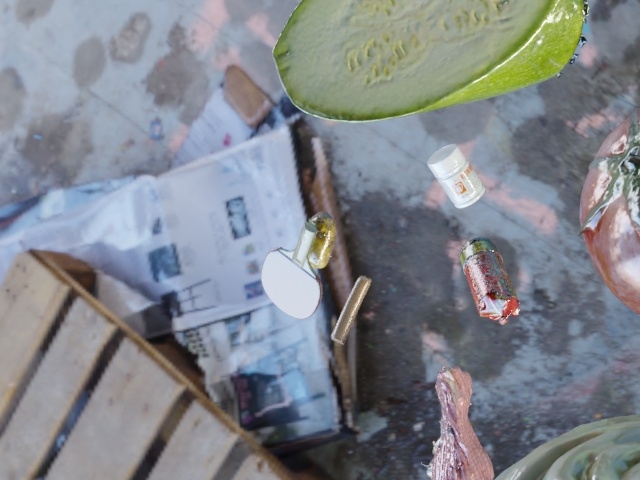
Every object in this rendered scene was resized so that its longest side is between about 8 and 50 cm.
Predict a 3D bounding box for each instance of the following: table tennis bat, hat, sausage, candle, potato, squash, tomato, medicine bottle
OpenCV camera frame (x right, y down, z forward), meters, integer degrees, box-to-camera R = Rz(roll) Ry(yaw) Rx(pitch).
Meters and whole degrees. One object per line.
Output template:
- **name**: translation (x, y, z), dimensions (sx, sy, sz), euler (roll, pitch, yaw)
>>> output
- **table tennis bat**: translation (-0.029, 0.035, 1.308), dimensions (0.087, 0.013, 0.156), euler (37, 139, 17)
- **hat**: translation (0.207, 0.347, 1.663), dimensions (0.107, 0.236, 0.286), euler (-12, 66, 6)
- **sausage**: translation (0.050, 0.111, 1.768), dimensions (0.026, 0.026, 0.116), euler (21, 82, 31)
- **candle**: translation (0.205, 0.054, 1.317), dimensions (0.052, 0.052, 0.130), euler (-41, 33, 21)
- **potato**: translation (0.000, 0.000, 1.557), dimensions (0.040, 0.051, 0.083), euler (7, 98, -8)
- **squash**: translation (0.103, -0.218, 1.066), dimensions (0.189, 0.260, 0.189), euler (168, 90, -68)
- **tomato**: translation (0.413, -0.029, 1.145), dimensions (0.265, 0.265, 0.265), euler (-4, 83, 30)
- **medicine bottle**: translation (0.213, -0.100, 1.710), dimensions (0.057, 0.057, 0.089), euler (-28, 109, 25)

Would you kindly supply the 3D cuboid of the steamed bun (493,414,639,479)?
- **steamed bun**: translation (0.295, 0.301, 0.958), dimensions (0.342, 0.367, 0.255), euler (25, 124, -2)
